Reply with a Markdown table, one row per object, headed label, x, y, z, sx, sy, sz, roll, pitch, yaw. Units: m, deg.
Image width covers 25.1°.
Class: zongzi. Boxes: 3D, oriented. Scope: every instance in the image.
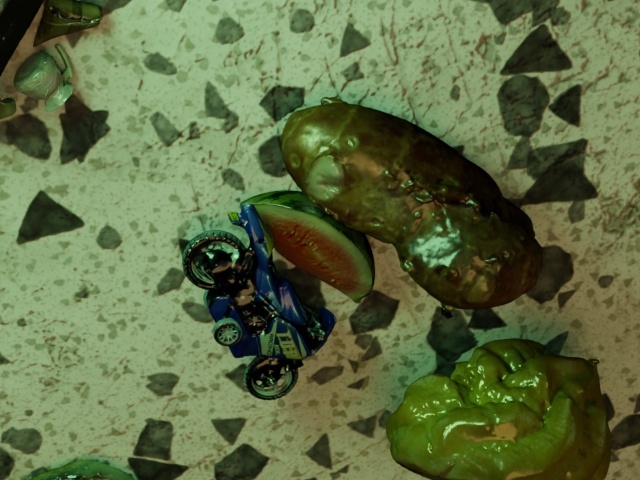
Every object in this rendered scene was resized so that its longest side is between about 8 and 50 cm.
| label | x | y | z | sx | sy | sz | roll | pitch | yaw |
| --- | --- | --- | --- | --- | --- | --- | --- | --- | --- |
| zongzi | -0.330 | -0.278 | 1.880 | 0.076 | 0.040 | 0.083 | 10 | 129 | -21 |

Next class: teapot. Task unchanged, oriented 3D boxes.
| label | x | y | z | sx | sy | sz | roll | pitch | yaw |
| --- | --- | --- | --- | --- | --- | --- | --- | --- | --- |
| teapot | -0.359 | -0.215 | 1.900 | 0.064 | 0.064 | 0.083 | 45 | 73 | -34 |

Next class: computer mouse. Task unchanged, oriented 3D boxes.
| label | x | y | z | sx | sy | sz | roll | pitch | yaw |
| --- | --- | --- | --- | --- | --- | --- | --- | --- | --- |
| computer mouse | -0.420 | -0.285 | 1.793 | 0.086 | 0.137 | 0.270 | 28 | 89 | 4 |

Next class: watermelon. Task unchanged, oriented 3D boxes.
| label | x | y | z | sx | sy | sz | roll | pitch | yaw |
| --- | --- | --- | --- | --- | --- | --- | --- | --- | --- |
| watermelon | -0.001 | 0.005 | 2.074 | 0.119 | 0.063 | 0.245 | -37 | 119 | 27 |

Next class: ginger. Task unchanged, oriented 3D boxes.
| label | x | y | z | sx | sy | sz | roll | pitch | yaw |
| --- | --- | --- | --- | --- | --- | --- | --- | --- | --- |
| ginger | 0.132 | -0.042 | 1.965 | 0.418 | 0.254 | 0.176 | 31 | 117 | -16 |

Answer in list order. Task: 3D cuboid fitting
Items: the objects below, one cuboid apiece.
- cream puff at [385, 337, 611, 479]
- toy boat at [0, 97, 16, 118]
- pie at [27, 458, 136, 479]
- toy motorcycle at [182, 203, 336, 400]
| label | x | y | z | sx | sy | sz | roll | pitch | yaw |
| --- | --- | --- | --- | --- | --- | --- | --- | --- | --- |
| cream puff | 0.271 | 0.262 | 2.142 | 0.291 | 0.324 | 0.257 | 32 | 75 | -39 |
| toy boat | -0.493 | -0.185 | 1.886 | 0.185 | 0.071 | 0.089 | -1 | 120 | -8 |
| pie | -0.378 | 0.447 | 2.263 | 0.240 | 0.054 | 0.240 | -4 | 118 | -8 |
| toy motorcycle | -0.080 | 0.093 | 2.077 | 0.169 | 0.113 | 0.315 | -24 | 120 | 1 |
